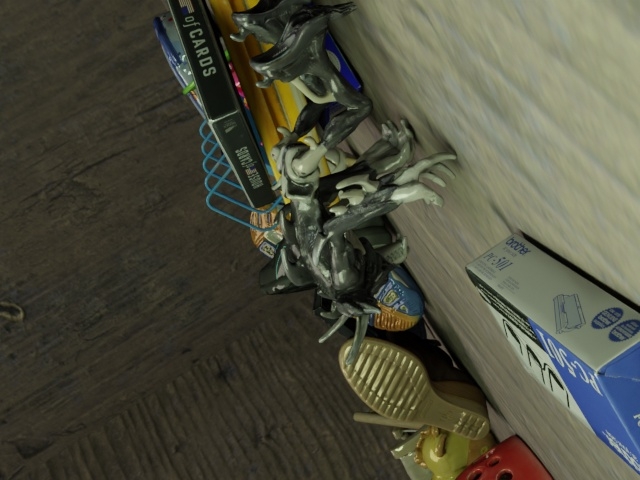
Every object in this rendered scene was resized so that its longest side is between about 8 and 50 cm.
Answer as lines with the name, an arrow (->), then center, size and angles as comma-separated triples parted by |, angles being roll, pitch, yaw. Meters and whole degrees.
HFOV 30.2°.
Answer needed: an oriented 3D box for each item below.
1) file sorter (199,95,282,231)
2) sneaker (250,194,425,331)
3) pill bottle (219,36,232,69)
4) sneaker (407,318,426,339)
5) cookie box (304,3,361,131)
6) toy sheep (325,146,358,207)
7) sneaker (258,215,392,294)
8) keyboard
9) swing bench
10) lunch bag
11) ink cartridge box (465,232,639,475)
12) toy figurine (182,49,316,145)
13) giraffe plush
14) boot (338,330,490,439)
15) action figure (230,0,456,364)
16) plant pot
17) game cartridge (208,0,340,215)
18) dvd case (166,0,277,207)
file sorter -> -0.093, -0.112, 1.614 | 0.118, 0.104, 0.170 | 24, -148, -27
sneaker -> 0.044, 0.010, 1.647 | 0.296, 0.131, 0.112 | 36, 131, 27
pill bottle -> -0.103, -0.223, 1.688 | 0.137, 0.078, 0.078 | 60, 176, -30
sneaker -> 0.117, 0.107, 1.789 | 0.059, 0.053, 0.144 | -161, 47, -84
cookie box -> -0.002, -0.156, 1.085 | 0.092, 0.040, 0.107 | 60, 177, 6
toy sheep -> 0.014, -0.066, 1.367 | 0.091, 0.091, 0.132 | 54, 172, 49
sneaker -> 0.000, 0.000, 1.528 | 0.267, 0.101, 0.106 | -29, 72, 52
keyboard -> 0.059, 0.137, 1.667 | 0.180, 0.023, 0.108 | 38, -157, -19
swing bench -> 0.216, 0.389, 2.069 | 0.253, 0.165, 0.254 | 59, 171, -14
lunch bag -> -0.196, -0.292, 2.199 | 0.303, 0.115, 0.243 | 60, 178, -25
ink cartridge box -> 0.160, 0.068, 0.721 | 0.097, 0.046, 0.207 | 57, 177, -19
toy figurine -> -0.075, -0.177, 1.532 | 0.159, 0.130, 0.173 | 48, -172, -9
giraffe plush -> 0.212, 0.350, 1.832 | 0.181, 0.210, 0.170 | -158, 62, -65
boot -> 0.109, 0.170, 1.602 | 0.248, 0.090, 0.207 | 32, -169, -21
action figure -> 0.025, -0.049, 0.891 | 0.164, 0.141, 0.276 | -133, 26, -63
plant pot -> 0.232, 0.373, 1.516 | 0.191, 0.174, 0.191 | 57, 179, 1
game cartridge -> -0.075, -0.201, 1.078 | 0.324, 0.052, 0.285 | -116, 4, -50
dvd case -> -0.089, -0.140, 0.983 | 0.239, 0.029, 0.179 | 69, 180, -76
